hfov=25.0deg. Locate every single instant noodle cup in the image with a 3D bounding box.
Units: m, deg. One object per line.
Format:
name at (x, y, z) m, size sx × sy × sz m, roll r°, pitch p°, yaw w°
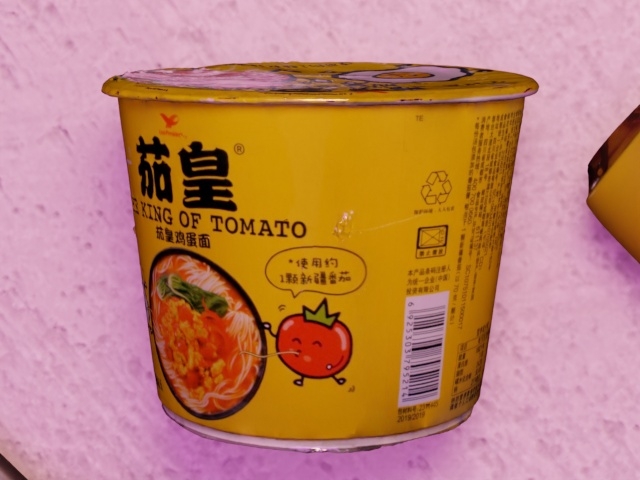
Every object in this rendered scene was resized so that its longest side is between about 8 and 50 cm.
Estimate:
instant noodle cup at (0.000, 0.000, 1.089) m, size 0.325 × 0.325 × 0.254 m, roll 1°, pitch 101°, yaw 7°

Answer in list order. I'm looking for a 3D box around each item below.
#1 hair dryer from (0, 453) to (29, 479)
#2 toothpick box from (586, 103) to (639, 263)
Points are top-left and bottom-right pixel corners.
hair dryer at (-0.312, 0.284, 1.251) m, size 0.320 × 0.155 × 0.284 m, roll 30°, pitch 115°, yaw 19°
toothpick box at (0.339, -0.007, 1.102) m, size 0.271 × 0.175 × 0.175 m, roll 40°, pitch 96°, yaw 8°
